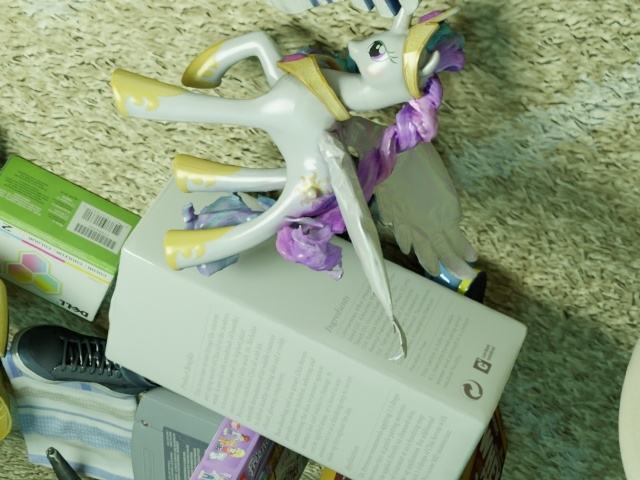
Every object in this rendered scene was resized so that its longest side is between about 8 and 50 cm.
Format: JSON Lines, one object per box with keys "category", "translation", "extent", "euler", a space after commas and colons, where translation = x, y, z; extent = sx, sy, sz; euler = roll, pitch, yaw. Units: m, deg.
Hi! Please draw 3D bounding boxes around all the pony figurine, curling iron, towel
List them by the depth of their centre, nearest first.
{"category": "pony figurine", "translation": [0.004, -0.073, 1.512], "extent": [0.363, 0.303, 0.351], "euler": [-9, 108, 20]}
{"category": "towel", "translation": [-0.369, 0.271, 2.208], "extent": [0.209, 0.034, 0.285], "euler": [12, 138, 11]}
{"category": "curling iron", "translation": [-0.402, 0.380, 2.283], "extent": [0.068, 0.035, 0.274], "euler": [15, 155, 6]}

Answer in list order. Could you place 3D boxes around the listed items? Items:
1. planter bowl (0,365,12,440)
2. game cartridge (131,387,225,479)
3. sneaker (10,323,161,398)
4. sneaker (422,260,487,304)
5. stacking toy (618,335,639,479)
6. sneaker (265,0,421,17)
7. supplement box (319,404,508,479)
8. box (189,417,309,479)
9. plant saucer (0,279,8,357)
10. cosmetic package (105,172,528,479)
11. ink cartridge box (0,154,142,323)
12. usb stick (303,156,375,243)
{"category": "planter bowl", "translation": [-0.542, 0.203, 2.167], "extent": [0.217, 0.090, 0.217], "euler": [12, 137, 11]}
{"category": "game cartridge", "translation": [-0.185, 0.341, 2.141], "extent": [0.196, 0.060, 0.294], "euler": [16, 130, 17]}
{"category": "sneaker", "translation": [-0.287, 0.151, 1.965], "extent": [0.226, 0.086, 0.163], "euler": [19, 154, -41]}
{"category": "sneaker", "translation": [0.149, 0.089, 1.774], "extent": [0.082, 0.069, 0.209], "euler": [27, 144, 22]}
{"category": "stacking toy", "translation": [0.601, 0.224, 1.603], "extent": [0.480, 0.351, 0.350], "euler": [22, 143, -29]}
{"category": "sneaker", "translation": [0.041, -0.307, 1.353], "extent": [0.315, 0.182, 0.127], "euler": [22, 148, 49]}
{"category": "supplement box", "translation": [0.125, 0.294, 1.897], "extent": [0.194, 0.191, 0.129], "euler": [1, 135, 21]}
{"category": "box", "translation": [-0.071, 0.265, 1.873], "extent": [0.057, 0.293, 0.201], "euler": [14, 138, 18]}
{"category": "plant saucer", "translation": [-0.519, 0.026, 1.842], "extent": [0.333, 0.081, 0.333], "euler": [34, 170, -7]}
{"category": "cosmetic package", "translation": [-0.013, 0.121, 1.720], "extent": [0.453, 0.161, 0.230], "euler": [25, 140, 6]}
{"category": "ink cartridge box", "translation": [-0.363, 0.034, 1.906], "extent": [0.188, 0.097, 0.255], "euler": [27, 138, -5]}
{"category": "usb stick", "translation": [0.000, 0.000, 1.752], "extent": [0.077, 0.045, 0.278], "euler": [29, 139, 4]}
